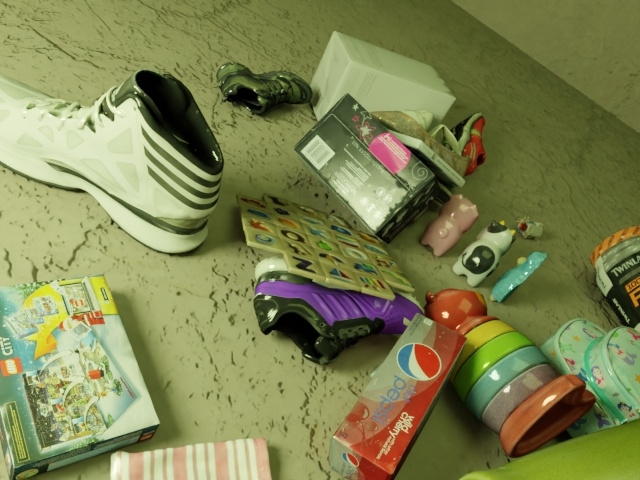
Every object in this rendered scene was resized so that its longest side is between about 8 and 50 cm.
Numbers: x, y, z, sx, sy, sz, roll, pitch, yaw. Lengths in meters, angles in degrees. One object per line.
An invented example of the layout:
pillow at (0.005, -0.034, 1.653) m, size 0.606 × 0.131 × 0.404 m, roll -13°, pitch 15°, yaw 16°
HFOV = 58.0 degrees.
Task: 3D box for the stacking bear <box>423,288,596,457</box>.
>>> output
stacking bear at (0.281, 0.194, 0.967) m, size 0.175 × 0.164 × 0.289 m, roll 38°, pitch 11°, yaw -50°

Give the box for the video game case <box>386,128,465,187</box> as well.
video game case at (0.205, -0.189, 1.268) m, size 0.173 × 0.022 × 0.190 m, roll 31°, pitch 2°, yaw -38°

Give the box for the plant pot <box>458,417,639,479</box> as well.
plant pot at (0.351, 0.391, 0.691) m, size 0.353 × 0.366 × 0.366 m, roll 3°, pitch 47°, yaw -15°

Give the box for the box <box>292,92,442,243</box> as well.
box at (0.095, -0.138, 1.150) m, size 0.247 × 0.163 × 0.142 m, roll 48°, pitch 8°, yaw 20°

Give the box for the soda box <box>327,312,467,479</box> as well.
soda box at (0.116, 0.229, 0.833) m, size 0.092 × 0.083 × 0.263 m, roll 27°, pitch 47°, yaw 20°

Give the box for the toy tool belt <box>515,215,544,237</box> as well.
toy tool belt at (0.512, -0.034, 1.441) m, size 0.083 × 0.052 × 0.051 m, roll 12°, pitch 12°, yaw -27°

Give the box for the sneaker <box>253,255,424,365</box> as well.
sneaker at (0.029, 0.134, 0.916) m, size 0.294 × 0.102 × 0.146 m, roll 15°, pitch 49°, yaw -15°

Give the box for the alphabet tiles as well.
alphabet tiles at (0.000, 0.000, 0.986) m, size 0.285 × 0.011 × 0.342 m, roll 16°, pitch 18°, yaw -18°

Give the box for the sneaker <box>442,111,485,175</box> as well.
sneaker at (0.402, -0.256, 1.575) m, size 0.118 × 0.107 × 0.279 m, roll 48°, pitch 42°, yaw -10°

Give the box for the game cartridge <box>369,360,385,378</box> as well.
game cartridge at (0.123, 0.219, 0.944) m, size 0.056 × 0.017 × 0.083 m, roll 47°, pitch 42°, yaw 11°

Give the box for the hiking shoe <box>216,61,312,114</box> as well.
hiking shoe at (-0.122, -0.323, 1.306) m, size 0.227 × 0.086 × 0.114 m, roll 3°, pitch 61°, yaw -23°

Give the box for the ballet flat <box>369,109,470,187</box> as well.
ballet flat at (0.242, -0.243, 1.364) m, size 0.316 × 0.106 × 0.107 m, roll 31°, pitch 4°, yaw -35°

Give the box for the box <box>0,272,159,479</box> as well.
box at (-0.314, 0.152, 0.704) m, size 0.159 × 0.044 × 0.233 m, roll -7°, pitch 53°, yaw -38°

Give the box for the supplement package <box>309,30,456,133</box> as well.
supplement package at (0.144, -0.356, 1.417) m, size 0.293 × 0.175 × 0.177 m, roll 12°, pitch 38°, yaw -23°

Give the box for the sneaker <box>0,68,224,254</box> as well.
sneaker at (-0.334, -0.191, 0.876) m, size 0.448 × 0.257 × 0.169 m, roll 31°, pitch 40°, yaw -2°

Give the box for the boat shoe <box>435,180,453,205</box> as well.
boat shoe at (0.198, -0.140, 1.325) m, size 0.228 × 0.068 × 0.081 m, roll 33°, pitch 2°, yaw -5°

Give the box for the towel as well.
towel at (-0.141, 0.305, 0.672) m, size 0.197 × 0.029 × 0.144 m, roll 5°, pitch 46°, yaw -29°

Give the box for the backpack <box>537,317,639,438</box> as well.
backpack at (0.507, 0.261, 1.030) m, size 0.225 × 0.191 × 0.253 m, roll -22°, pitch 58°, yaw -44°

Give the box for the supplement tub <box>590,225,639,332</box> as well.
supplement tub at (0.772, 0.132, 1.320) m, size 0.194 × 0.193 × 0.316 m, roll 5°, pitch 46°, yaw -29°

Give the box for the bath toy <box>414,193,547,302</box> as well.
bath toy at (0.297, -0.030, 1.227) m, size 0.348 × 0.129 × 0.151 m, roll 38°, pitch 40°, yaw 8°
